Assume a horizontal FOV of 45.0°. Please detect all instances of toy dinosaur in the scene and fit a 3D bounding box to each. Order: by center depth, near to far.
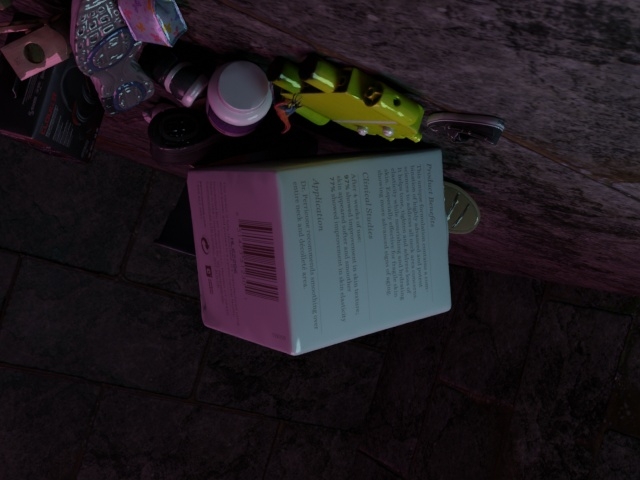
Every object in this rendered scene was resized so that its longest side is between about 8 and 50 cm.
[{"bbox_3d":[-0.052,-0.199,1.181,0.047,0.090,0.082,4,-159,14],"label":"toy dinosaur"}]

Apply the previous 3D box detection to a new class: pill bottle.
[{"bbox_3d":[-0.137,-0.240,1.300,0.108,0.108,0.193,17,177,-9],"label":"pill bottle"}]

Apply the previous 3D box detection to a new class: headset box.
[{"bbox_3d":[-0.520,-0.284,1.490,0.110,0.218,0.293,15,176,6],"label":"headset box"}]

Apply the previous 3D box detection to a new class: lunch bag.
[{"bbox_3d":[-0.231,-0.314,1.057,0.071,0.053,0.083,15,151,27],"label":"lunch bag"}]

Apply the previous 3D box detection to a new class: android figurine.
[{"bbox_3d":[0.051,-0.218,1.237,0.273,0.056,0.248,22,173,-41],"label":"android figurine"}]

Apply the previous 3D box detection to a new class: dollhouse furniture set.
[{"bbox_3d":[-0.453,-0.375,1.243,0.101,0.160,0.182,-21,-153,14],"label":"dollhouse furniture set"}]

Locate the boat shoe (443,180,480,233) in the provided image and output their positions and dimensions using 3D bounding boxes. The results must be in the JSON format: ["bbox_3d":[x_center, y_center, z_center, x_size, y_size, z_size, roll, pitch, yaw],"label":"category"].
[{"bbox_3d":[0.228,-0.108,1.773,0.302,0.113,0.103,23,-167,-20],"label":"boat shoe"}]

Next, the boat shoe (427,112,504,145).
[{"bbox_3d":[0.222,-0.174,1.216,0.049,0.040,0.142,20,175,-43],"label":"boat shoe"}]

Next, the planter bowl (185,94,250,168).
[{"bbox_3d":[-0.216,-0.231,1.597,0.162,0.162,0.109,17,-158,-13],"label":"planter bowl"}]

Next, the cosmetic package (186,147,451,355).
[{"bbox_3d":[0.000,0.000,1.509,0.394,0.329,0.327,-10,-170,-36],"label":"cosmetic package"}]

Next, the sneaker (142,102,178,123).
[{"bbox_3d":[-0.395,-0.299,1.886,0.094,0.080,0.212,28,178,1],"label":"sneaker"}]

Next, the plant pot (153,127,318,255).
[{"bbox_3d":[-0.171,-0.101,1.776,0.341,0.333,0.341,16,177,1],"label":"plant pot"}]

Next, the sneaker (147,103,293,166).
[{"bbox_3d":[-0.196,-0.203,1.501,0.287,0.109,0.130,-6,160,-20],"label":"sneaker"}]

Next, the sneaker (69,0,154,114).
[{"bbox_3d":[-0.336,-0.305,1.175,0.129,0.111,0.297,58,163,12],"label":"sneaker"}]

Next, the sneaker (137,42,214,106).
[{"bbox_3d":[-0.254,-0.299,1.346,0.121,0.079,0.217,38,-178,-13],"label":"sneaker"}]
